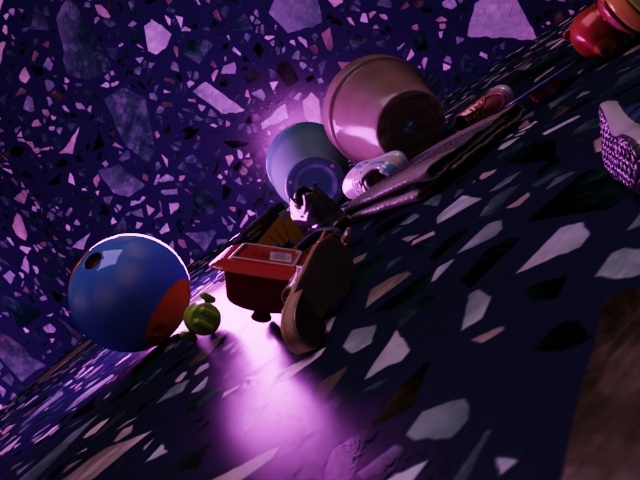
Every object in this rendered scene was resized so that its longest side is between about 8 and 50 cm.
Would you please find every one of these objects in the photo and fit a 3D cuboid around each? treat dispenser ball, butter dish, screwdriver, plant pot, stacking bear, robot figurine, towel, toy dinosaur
[{"bbox_3d":[-0.463,0.128,1.479,0.288,0.288,0.288,-33,9,6],"label":"treat dispenser ball"},{"bbox_3d":[-0.091,0.077,0.984,0.159,0.118,0.160,7,12,4],"label":"butter dish"},{"bbox_3d":[-0.341,0.139,1.859,0.169,0.024,0.025,-35,-20,7],"label":"screwdriver"},{"bbox_3d":[-0.031,-0.208,1.883,0.271,0.272,0.255,-33,23,8],"label":"plant pot"},{"bbox_3d":[0.621,-0.473,1.184,0.289,0.175,0.164,-43,40,48],"label":"stacking bear"},{"bbox_3d":[-0.239,0.157,1.217,0.101,0.067,0.115,-67,19,-13],"label":"robot figurine"},{"bbox_3d":[0.193,-0.331,1.640,0.323,0.323,0.280,-34,24,0],"label":"plant pot"},{"bbox_3d":[0.235,-0.154,1.269,0.312,0.056,0.324,-35,6,-27],"label":"towel"},{"bbox_3d":[-0.009,0.039,1.096,0.211,0.064,0.112,-28,-13,-24],"label":"toy dinosaur"}]

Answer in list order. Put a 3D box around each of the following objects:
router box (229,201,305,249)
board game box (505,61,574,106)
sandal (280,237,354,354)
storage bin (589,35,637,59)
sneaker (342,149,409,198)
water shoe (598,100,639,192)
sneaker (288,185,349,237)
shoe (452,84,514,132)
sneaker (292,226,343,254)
[{"bbox_3d":[-0.101,0.011,1.288,0.046,0.133,0.179,-29,10,32],"label":"router box"},{"bbox_3d":[0.479,-0.322,1.301,0.168,0.033,0.133,-34,2,-34],"label":"board game box"},{"bbox_3d":[-0.024,0.073,0.813,0.079,0.088,0.240,-23,17,25],"label":"sandal"},{"bbox_3d":[0.669,-0.497,1.365,0.180,0.084,0.122,-39,10,-35],"label":"storage bin"},{"bbox_3d":[0.122,-0.156,1.538,0.092,0.087,0.228,-43,10,-36],"label":"sneaker"},{"bbox_3d":[0.316,-0.091,0.568,0.080,0.073,0.203,-8,21,17],"label":"water shoe"},{"bbox_3d":[-0.027,-0.068,1.466,0.109,0.130,0.286,-40,9,-22],"label":"sneaker"},{"bbox_3d":[0.394,-0.314,1.476,0.081,0.063,0.178,-39,4,-19],"label":"shoe"},{"bbox_3d":[0.000,0.000,1.243,0.144,0.053,0.059,-23,12,47],"label":"sneaker"}]
